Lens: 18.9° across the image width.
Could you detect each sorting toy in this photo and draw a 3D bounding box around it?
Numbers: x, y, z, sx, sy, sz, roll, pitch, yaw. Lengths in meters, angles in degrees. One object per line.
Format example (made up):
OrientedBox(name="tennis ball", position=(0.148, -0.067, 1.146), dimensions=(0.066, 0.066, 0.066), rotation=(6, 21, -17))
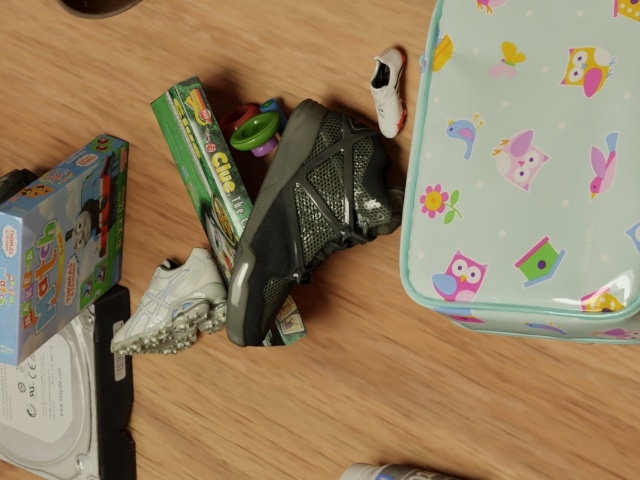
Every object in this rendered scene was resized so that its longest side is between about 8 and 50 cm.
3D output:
OrientedBox(name="sorting toy", position=(-0.056, -0.097, 1.777), dimensions=(0.042, 0.061, 0.102), rotation=(57, 171, -24))

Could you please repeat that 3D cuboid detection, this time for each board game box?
OrientedBox(name="board game box", position=(-0.088, -0.023, 1.810), dimensions=(0.259, 0.030, 0.136), rotation=(67, 167, -3))
OrientedBox(name="board game box", position=(-0.255, 0.007, 1.880), dimensions=(0.039, 0.211, 0.160), rotation=(16, 118, 18))

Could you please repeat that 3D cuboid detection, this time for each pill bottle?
OrientedBox(name="pill bottle", position=(0.085, 0.250, 1.783), dimensions=(0.137, 0.078, 0.078), rotation=(9, 112, 37))

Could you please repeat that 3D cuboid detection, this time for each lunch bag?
OrientedBox(name="lunch bag", position=(0.170, -0.069, 1.381), dimensions=(0.224, 0.108, 0.279), rotation=(1, 75, 34))

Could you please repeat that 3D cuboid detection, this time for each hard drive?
OrientedBox(name="hard drive", position=(-0.348, 0.125, 2.109), dimensions=(0.339, 0.064, 0.236), rotation=(18, 117, 35))

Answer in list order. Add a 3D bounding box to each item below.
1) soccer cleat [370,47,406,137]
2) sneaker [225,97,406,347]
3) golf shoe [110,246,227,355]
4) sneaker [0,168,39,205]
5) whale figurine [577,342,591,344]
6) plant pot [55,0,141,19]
OrientedBox(name="soccer cleat", position=(0.057, -0.128, 1.684), dimensions=(0.029, 0.036, 0.083), rotation=(21, 119, 33))
OrientedBox(name="sneaker", position=(0.000, 0.000, 1.700), dimensions=(0.130, 0.087, 0.227), rotation=(22, 83, 10))
OrientedBox(name="golf shoe", position=(-0.151, 0.064, 1.932), dimensions=(0.176, 0.069, 0.086), rotation=(-27, 64, 43))
OrientedBox(name="sneaker", position=(-0.302, -0.009, 1.918), dimensions=(0.101, 0.267, 0.106), rotation=(-35, 93, 7))
OrientedBox(name="whale figurine", position=(0.195, -0.023, 1.569), dimensions=(0.216, 0.141, 0.272), rotation=(64, 157, 1))
OrientedBox(name="plant pot", position=(-0.235, -0.315, 1.779), dimensions=(0.165, 0.167, 0.167), rotation=(38, 128, 31))
